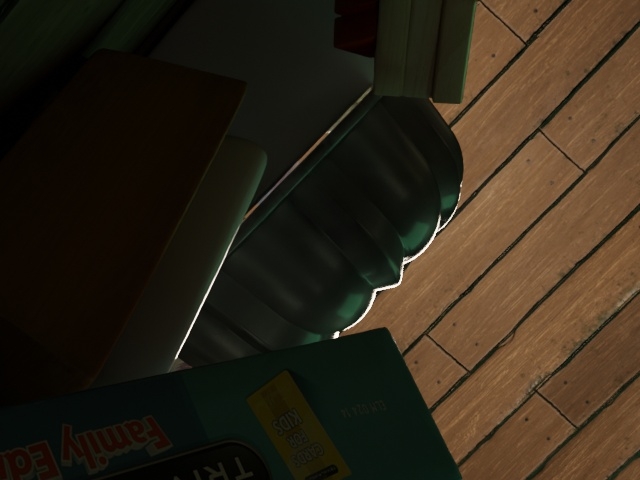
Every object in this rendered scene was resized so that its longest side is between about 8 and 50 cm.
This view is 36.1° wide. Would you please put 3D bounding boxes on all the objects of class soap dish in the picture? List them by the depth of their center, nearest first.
[{"bbox_3d":[-0.167,0.045,0.537,0.291,0.118,0.229,-42,-162,37],"label":"soap dish"}]

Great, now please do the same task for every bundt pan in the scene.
[{"bbox_3d":[0.000,0.000,0.856,0.331,0.124,0.331,-46,-176,4],"label":"bundt pan"}]

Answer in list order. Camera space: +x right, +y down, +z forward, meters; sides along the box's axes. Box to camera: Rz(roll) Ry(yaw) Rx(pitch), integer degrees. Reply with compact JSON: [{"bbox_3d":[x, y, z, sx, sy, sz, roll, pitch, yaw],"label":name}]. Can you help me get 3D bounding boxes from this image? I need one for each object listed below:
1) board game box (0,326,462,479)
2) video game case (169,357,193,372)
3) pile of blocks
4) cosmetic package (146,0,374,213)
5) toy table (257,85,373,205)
[{"bbox_3d":[-0.144,0.146,0.367,0.336,0.079,0.254,-6,152,-46],"label":"board game box"},{"bbox_3d":[-0.159,0.145,0.974,0.184,0.023,0.201,-16,-172,-9],"label":"video game case"},{"bbox_3d":[0.044,-0.213,0.562,0.362,0.113,0.148,88,7,-70],"label":"pile of blocks"},{"bbox_3d":[-0.081,-0.126,0.894,0.385,0.156,0.217,-45,-171,29],"label":"cosmetic package"},{"bbox_3d":[-0.047,-0.175,1.147,0.161,0.252,0.274,-39,-130,18],"label":"toy table"}]
